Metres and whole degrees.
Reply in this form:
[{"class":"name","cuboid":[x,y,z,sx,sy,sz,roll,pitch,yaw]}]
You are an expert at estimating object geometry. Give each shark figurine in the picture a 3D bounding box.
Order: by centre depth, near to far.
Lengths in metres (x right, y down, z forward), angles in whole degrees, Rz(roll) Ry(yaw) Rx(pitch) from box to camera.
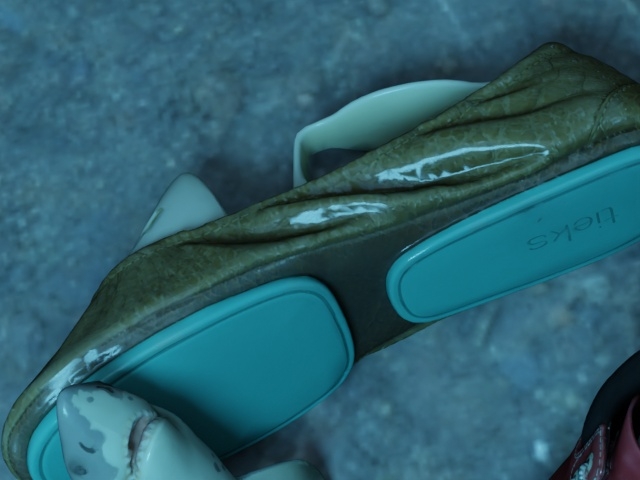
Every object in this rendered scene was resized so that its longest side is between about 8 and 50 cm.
[{"class":"shark figurine","cuboid":[-0.071,0.195,0.858,0.116,0.166,0.278,-6,89,30]}]

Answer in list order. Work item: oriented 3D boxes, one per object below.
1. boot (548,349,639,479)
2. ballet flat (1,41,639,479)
[{"class":"boot","cuboid":[0.095,0.146,0.803,0.088,0.176,0.244,34,78,13]},{"class":"ballet flat","cuboid":[0.000,0.000,0.906,0.342,0.116,0.124,-27,51,-5]}]
